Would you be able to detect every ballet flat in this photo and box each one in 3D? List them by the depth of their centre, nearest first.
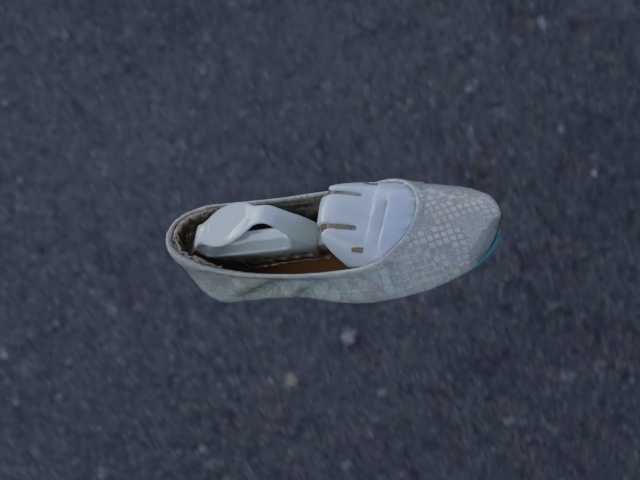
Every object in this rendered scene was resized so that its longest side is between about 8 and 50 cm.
[{"bbox_3d":[0.000,0.000,0.811,0.168,0.052,0.057,-10,58,33],"label":"ballet flat"}]
